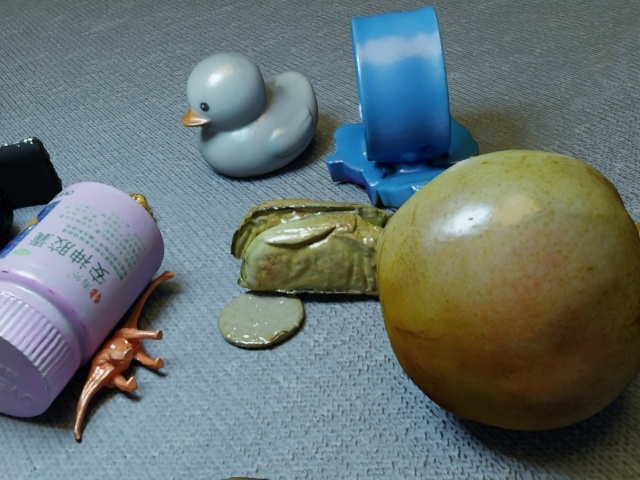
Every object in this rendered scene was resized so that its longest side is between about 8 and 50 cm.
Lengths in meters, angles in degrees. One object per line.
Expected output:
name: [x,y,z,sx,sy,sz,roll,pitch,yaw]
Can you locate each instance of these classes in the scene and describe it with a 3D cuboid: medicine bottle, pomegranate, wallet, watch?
medicine bottle: [-0.347,0.069,1.084,0.178,0.178,0.290,7,39,21]
pomegranate: [0.223,0.049,0.901,0.320,0.319,0.319,-6,37,4]
wallet: [-0.586,-0.095,1.385,0.286,0.146,0.030,-9,50,0]
watch: [0.119,-0.200,1.263,0.242,0.274,0.305,-8,31,1]

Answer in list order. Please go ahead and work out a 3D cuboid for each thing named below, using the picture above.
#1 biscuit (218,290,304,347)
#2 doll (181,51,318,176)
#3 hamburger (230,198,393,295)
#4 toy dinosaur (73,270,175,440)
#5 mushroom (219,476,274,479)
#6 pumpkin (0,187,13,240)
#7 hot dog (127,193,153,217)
biscuit: [-0.080,0.102,1.118,0.120,0.015,0.120,-6,36,5]
doll: [-0.125,-0.233,1.415,0.251,0.221,0.221,-29,41,-24]
hamburger: [0.000,0.000,1.144,0.262,0.130,0.124,0,33,5]
toy dinosaur: [-0.246,0.137,1.075,0.102,0.055,0.279,1,37,32]
mushroom: [0.075,0.297,0.653,0.314,0.224,0.397,-23,38,-14]
pumpkin: [-0.579,-0.036,1.299,0.194,0.150,0.194,-8,36,6]
hot dog: [-0.352,-0.028,1.326,0.165,0.045,0.071,-22,40,-17]
